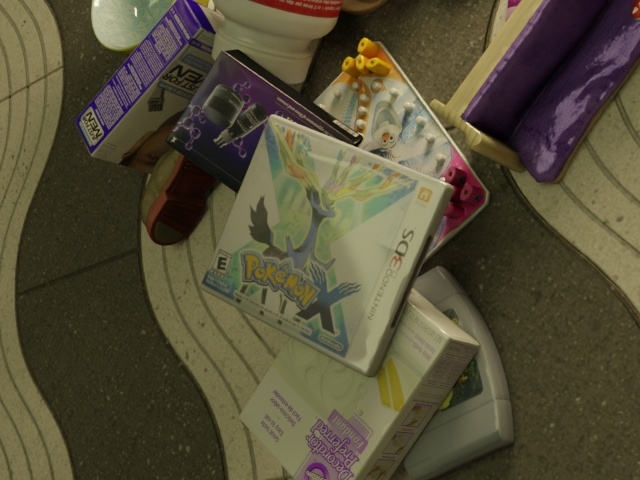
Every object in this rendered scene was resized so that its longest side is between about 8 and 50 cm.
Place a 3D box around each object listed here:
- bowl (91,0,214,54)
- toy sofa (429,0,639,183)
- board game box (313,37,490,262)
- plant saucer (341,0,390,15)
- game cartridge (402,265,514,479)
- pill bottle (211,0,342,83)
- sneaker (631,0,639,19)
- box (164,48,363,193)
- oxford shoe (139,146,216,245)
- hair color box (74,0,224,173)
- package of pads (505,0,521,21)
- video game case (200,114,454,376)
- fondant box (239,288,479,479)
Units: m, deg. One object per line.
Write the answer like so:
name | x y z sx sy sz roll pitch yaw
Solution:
bowl | -0.305 -0.481 1.999 0.289 0.156 0.289 -15 65 37
toy sofa | 0.344 -0.272 1.452 0.362 0.150 0.177 -55 52 14
board game box | 0.042 -0.087 1.708 0.390 0.050 0.390 -44 56 21
plant saucer | 0.090 -0.527 1.739 0.278 0.041 0.278 1 91 53
game cartridge | 0.177 0.197 1.535 0.196 0.060 0.294 -31 62 24
pill bottle | -0.057 -0.487 1.708 0.229 0.229 0.407 34 117 38
sneaker | 0.538 -0.341 1.346 0.221 0.128 0.087 -40 23 26
box | -0.091 -0.164 1.654 0.261 0.103 0.184 35 107 2
oxford shoe | -0.248 -0.163 1.910 0.348 0.123 0.130 -54 48 14
hair color box | -0.288 -0.286 1.927 0.339 0.185 0.110 -43 58 23
package of pads | 0.318 -0.377 1.573 0.050 0.032 0.083 3 81 37
video game case | 0.000 0.000 1.511 0.329 0.036 0.300 25 95 30
fondant box | 0.052 0.216 1.534 0.238 0.096 0.330 41 105 37
